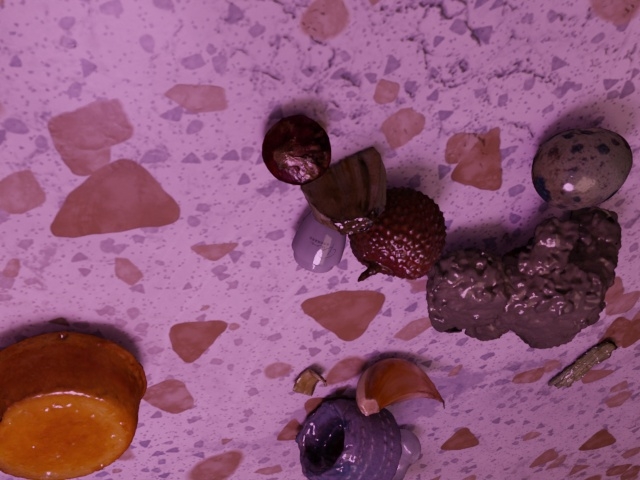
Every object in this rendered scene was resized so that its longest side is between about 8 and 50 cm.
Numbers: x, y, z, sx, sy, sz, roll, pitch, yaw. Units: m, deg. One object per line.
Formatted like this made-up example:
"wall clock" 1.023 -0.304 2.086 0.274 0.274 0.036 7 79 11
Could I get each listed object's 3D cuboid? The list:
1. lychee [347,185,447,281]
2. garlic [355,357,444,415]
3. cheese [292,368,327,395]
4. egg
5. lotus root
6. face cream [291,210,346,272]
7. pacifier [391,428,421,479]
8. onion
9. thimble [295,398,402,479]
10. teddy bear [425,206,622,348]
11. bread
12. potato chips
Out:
"lychee" 0.127 0.000 1.137 0.165 0.165 0.197 45 65 -43
"garlic" 0.168 0.323 1.514 0.207 0.128 0.115 -1 89 -23
"cheese" -0.016 0.311 1.482 0.060 0.041 0.084 27 135 -29
"egg" 0.454 -0.127 1.151 0.182 0.141 0.141 -20 137 -12
"lotus root" 0.047 -0.062 1.076 0.143 0.144 0.070 -18 138 9
"face cream" 0.000 0.000 1.150 0.091 0.091 0.095 6 121 -25
"pacifier" 0.169 0.619 1.748 0.343 0.288 0.269 52 61 -75
"onion" -0.035 -0.135 1.010 0.107 0.097 0.107 1 100 5
"thimble" 0.062 0.483 1.573 0.172 0.205 0.236 20 148 -28
"teddy bear" 0.375 0.078 1.314 0.367 0.224 0.357 14 130 -12
"bread" -0.471 0.306 1.222 0.312 0.172 0.312 -9 133 -10
"potato chips" 0.700 0.333 1.764 0.092 0.028 0.207 21 121 -32
